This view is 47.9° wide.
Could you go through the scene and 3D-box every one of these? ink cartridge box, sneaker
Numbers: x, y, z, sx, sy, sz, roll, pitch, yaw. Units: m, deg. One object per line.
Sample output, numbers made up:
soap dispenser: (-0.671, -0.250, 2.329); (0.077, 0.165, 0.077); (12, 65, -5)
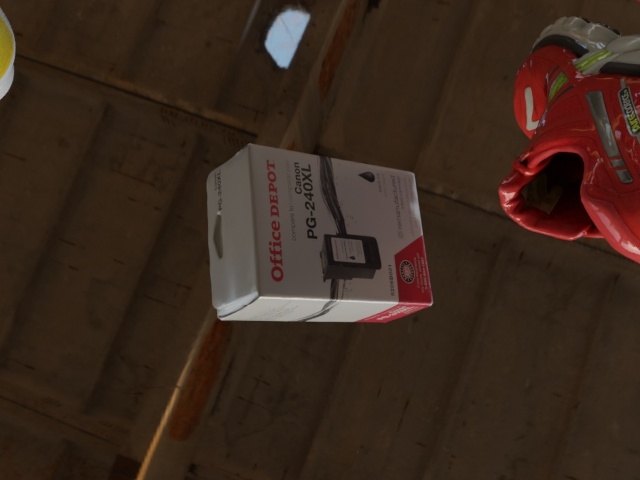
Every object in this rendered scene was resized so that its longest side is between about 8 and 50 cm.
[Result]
ink cartridge box: (0.000, 0.000, 0.524); (0.150, 0.063, 0.109); (5, -109, -34)
sneaker: (0.153, -0.061, 0.436); (0.118, 0.279, 0.107); (-42, -80, 10)

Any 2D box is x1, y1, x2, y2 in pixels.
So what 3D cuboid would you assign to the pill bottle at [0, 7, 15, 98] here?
pill bottle: (-0.302, -0.167, 0.564); (0.103, 0.184, 0.103); (1, -100, -9)
